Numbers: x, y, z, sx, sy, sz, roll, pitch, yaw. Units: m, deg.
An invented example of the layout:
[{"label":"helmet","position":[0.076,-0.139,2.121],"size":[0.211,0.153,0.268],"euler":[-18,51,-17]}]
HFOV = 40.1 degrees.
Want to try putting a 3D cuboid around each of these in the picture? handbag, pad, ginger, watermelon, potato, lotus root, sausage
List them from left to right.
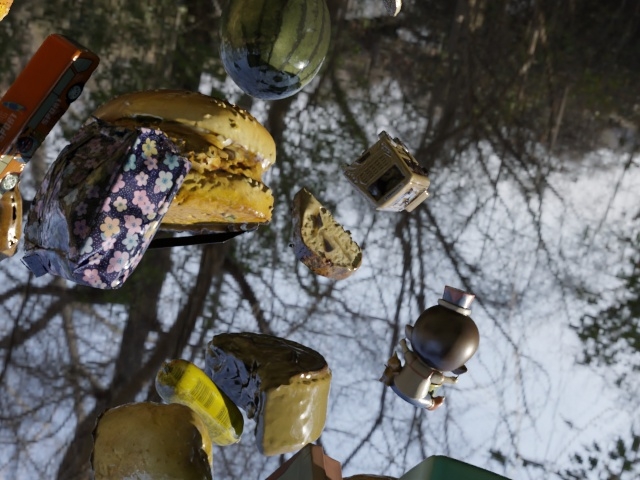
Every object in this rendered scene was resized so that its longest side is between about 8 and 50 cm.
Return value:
[{"label":"ginger","position":[-0.815,-0.067,2.210],"size":[0.133,0.309,0.107],"euler":[-5,-161,-14]},{"label":"handbag","position":[-0.285,-0.043,1.126],"size":[0.127,0.228,0.208],"euler":[32,167,-37]},{"label":"potato","position":[-0.313,0.441,1.738],"size":[0.242,0.285,0.242],"euler":[-10,158,-4]},{"label":"pad","position":[-0.236,0.000,1.566],"size":[0.190,0.004,0.127],"euler":[-5,-171,17]},{"label":"sausage","position":[-0.313,0.424,2.296],"size":[0.123,0.123,0.347],"euler":[28,159,53]},{"label":"watermelon","position":[-0.114,-0.524,2.190],"size":[0.279,0.359,0.279],"euler":[10,158,4]},{"label":"lotus root","position":[0.000,0.000,2.365],"size":[0.260,0.074,0.170],"euler":[45,-133,-10]}]

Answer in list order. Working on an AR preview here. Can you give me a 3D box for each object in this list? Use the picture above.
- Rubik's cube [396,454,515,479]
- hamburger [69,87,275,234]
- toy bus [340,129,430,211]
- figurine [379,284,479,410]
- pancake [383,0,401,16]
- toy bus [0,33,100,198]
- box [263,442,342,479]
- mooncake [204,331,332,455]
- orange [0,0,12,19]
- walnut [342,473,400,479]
[{"label":"Rubik's cube","position":[0.230,0.595,1.403],"size":[0.352,0.347,0.351],"euler":[23,-133,-7]},{"label":"hamburger","position":[-0.319,-0.169,1.721],"size":[0.445,0.268,0.287],"euler":[3,166,18]},{"label":"toy bus","position":[0.162,-0.149,2.040],"size":[0.157,0.139,0.289],"euler":[51,-169,9]},{"label":"figurine","position":[0.250,0.226,1.867],"size":[0.161,0.275,0.158],"euler":[38,-156,12]},{"label":"pancake","position":[0.175,-0.654,2.271],"size":[0.025,0.151,0.151],"euler":[-19,-164,-4]},{"label":"toy bus","position":[-0.571,-0.207,1.651],"size":[0.093,0.409,0.092],"euler":[35,178,20]},{"label":"box","position":[-0.048,0.522,1.608],"size":[0.086,0.215,0.215],"euler":[32,-152,-26]},{"label":"mooncake","position":[-0.165,0.411,2.490],"size":[0.394,0.246,0.393],"euler":[11,-167,15]},{"label":"orange","position":[-0.628,-0.448,1.473],"size":[0.234,0.182,0.234],"euler":[10,-125,-15]},{"label":"walnut","position":[0.130,0.709,2.080],"size":[0.344,0.306,0.306],"euler":[-4,-168,1]}]
